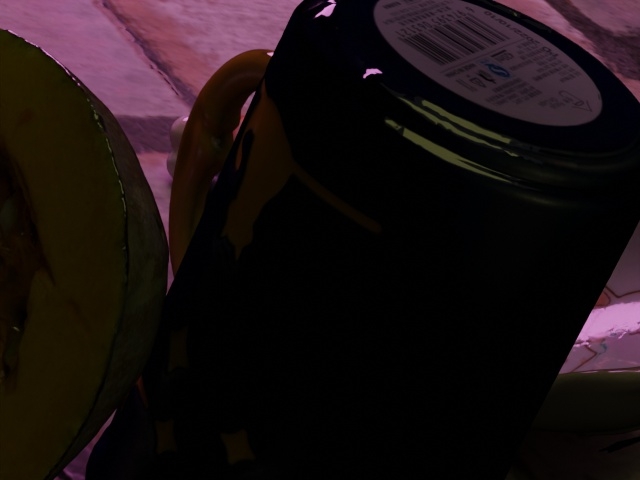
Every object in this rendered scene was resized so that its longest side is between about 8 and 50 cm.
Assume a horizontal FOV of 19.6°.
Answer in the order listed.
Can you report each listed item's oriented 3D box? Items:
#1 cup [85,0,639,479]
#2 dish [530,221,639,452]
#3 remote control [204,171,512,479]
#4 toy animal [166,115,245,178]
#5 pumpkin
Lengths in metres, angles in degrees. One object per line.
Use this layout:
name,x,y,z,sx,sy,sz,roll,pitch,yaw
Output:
cup,-0.008,0.007,0.812,0.255,0.256,0.178,36,30,22
dish,0.157,0.051,1.015,0.229,0.081,0.229,-16,26,8
remote control,0.010,0.051,0.960,0.025,0.063,0.245,-22,51,-35
toy animal,0.035,-0.051,1.009,0.138,0.140,0.282,43,-15,-20
pumpkin,-0.141,0.021,0.765,0.217,0.217,0.110,41,16,27
